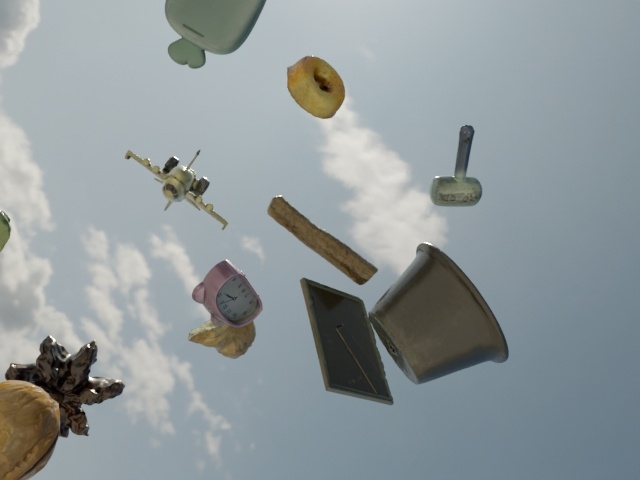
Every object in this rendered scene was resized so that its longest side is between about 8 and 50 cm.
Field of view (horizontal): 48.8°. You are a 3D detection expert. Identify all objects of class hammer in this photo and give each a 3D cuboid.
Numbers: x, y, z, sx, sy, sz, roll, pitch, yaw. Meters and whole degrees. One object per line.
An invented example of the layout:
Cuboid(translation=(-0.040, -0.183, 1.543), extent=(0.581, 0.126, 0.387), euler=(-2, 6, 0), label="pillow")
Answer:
Cuboid(translation=(0.301, -0.160, 1.524), extent=(0.069, 0.116, 0.194), euler=(-95, -173, -55), label="hammer")

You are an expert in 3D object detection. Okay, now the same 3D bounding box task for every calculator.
Cuboid(translation=(-0.200, -0.469, 1.357), extent=(0.185, 0.041, 0.299), euler=(33, -80, 7), label="calculator")

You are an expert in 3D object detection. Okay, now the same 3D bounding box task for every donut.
Cuboid(translation=(-0.007, -0.409, 1.852), extent=(0.174, 0.190, 0.074), euler=(41, -55, -16), label="donut")

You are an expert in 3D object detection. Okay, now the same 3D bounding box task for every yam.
Cuboid(translation=(0.000, 0.000, 1.653), extent=(0.299, 0.066, 0.066), euler=(37, -40, -6), label="yam")

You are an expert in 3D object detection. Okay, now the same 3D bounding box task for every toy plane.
Cuboid(translation=(-0.273, -0.107, 1.358), extent=(0.242, 0.104, 0.256), euler=(37, -19, -8), label="toy plane")

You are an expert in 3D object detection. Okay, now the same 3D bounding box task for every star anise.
Cuboid(translation=(-0.495, 0.290, 1.339), extent=(0.190, 0.220, 0.126), euler=(51, 2, -18), label="star anise")

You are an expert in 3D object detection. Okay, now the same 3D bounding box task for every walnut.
Cuboid(translation=(-0.426, 0.260, 0.922), extent=(0.144, 0.180, 0.144), euler=(35, -42, 38), label="walnut")

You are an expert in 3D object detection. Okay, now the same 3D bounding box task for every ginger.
Cuboid(translation=(-0.230, 0.231, 1.655), extent=(0.115, 0.193, 0.123), euler=(6, -74, 44), label="ginger")

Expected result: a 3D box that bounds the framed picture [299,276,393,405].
Cuboid(translation=(0.059, 0.220, 1.552), extent=(0.019, 0.209, 0.281), euler=(-40, -135, 29), label="framed picture")

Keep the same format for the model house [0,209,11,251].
Cuboid(translation=(-0.642, -0.031, 1.176), extent=(0.195, 0.214, 0.189), euler=(-59, -154, 6), label="model house")

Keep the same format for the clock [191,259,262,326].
Cuboid(translation=(-0.188, 0.121, 1.445), extent=(0.050, 0.110, 0.153), euler=(37, -18, 42), label="clock")

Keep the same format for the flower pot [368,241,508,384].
Cuboid(translation=(0.173, 0.136, 1.147), extent=(0.235, 0.148, 0.235), euler=(57, -8, 12), label="flower pot")
